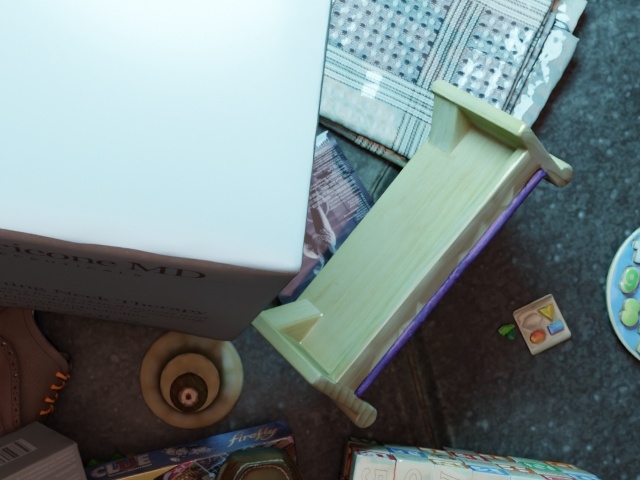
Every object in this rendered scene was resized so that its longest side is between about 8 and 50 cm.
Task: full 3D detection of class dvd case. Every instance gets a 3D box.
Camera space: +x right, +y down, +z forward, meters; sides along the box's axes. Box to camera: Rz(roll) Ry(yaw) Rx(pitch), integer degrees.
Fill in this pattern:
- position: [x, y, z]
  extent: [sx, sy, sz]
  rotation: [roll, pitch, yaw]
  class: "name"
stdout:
- position: [0.000, 0.000, 1.238]
  extent: [0.165, 0.018, 0.221]
  rotation: [-33, 90, -7]
  class: "dvd case"

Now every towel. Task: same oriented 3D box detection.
- position: [0.141, -0.243, 1.247]
  extent: [0.324, 0.056, 0.312]
  rotation: [27, 85, -5]
  class: "towel"

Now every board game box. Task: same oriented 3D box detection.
- position: [-0.141, 0.311, 1.156]
  extent: [0.243, 0.042, 0.165]
  rotation: [-11, 110, -12]
  class: "board game box"

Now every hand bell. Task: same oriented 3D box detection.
- position: [-0.143, 0.161, 1.103]
  extent: [0.126, 0.242, 0.126]
  rotation: [0, 88, -6]
  class: "hand bell"

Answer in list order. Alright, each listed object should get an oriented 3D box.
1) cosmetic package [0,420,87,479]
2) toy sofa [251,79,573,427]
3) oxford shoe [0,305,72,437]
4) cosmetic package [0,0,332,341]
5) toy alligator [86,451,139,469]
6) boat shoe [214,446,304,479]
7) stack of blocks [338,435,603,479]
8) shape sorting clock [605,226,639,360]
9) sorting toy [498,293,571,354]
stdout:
- position: [-0.301, 0.329, 1.061]
  extent: [0.127, 0.107, 0.237]
  rotation: [-22, 112, -38]
  class: "cosmetic package"
- position: [0.109, 0.022, 1.120]
  extent: [0.362, 0.150, 0.177]
  rotation: [-51, 133, -1]
  class: "toy sofa"
- position: [-0.345, 0.181, 1.142]
  extent: [0.133, 0.130, 0.363]
  rotation: [-8, 88, -13]
  class: "oxford shoe"
- position: [-0.195, -0.105, 0.984]
  extent: [0.330, 0.393, 0.327]
  rotation: [9, 75, -10]
  class: "cosmetic package"
- position: [-0.191, 0.291, 1.188]
  extent: [0.190, 0.051, 0.056]
  rotation: [31, 97, -23]
  class: "toy alligator"
- position: [-0.056, 0.389, 1.116]
  extent: [0.123, 0.120, 0.323]
  rotation: [-5, 108, -15]
  class: "boat shoe"
- position: [0.171, 0.295, 1.164]
  extent: [0.297, 0.171, 0.087]
  rotation: [9, 86, -5]
  class: "stack of blocks"
- position: [0.461, 0.067, 1.271]
  extent: [0.206, 0.040, 0.206]
  rotation: [0, 87, -6]
  class: "shape sorting clock"
- position: [0.266, 0.111, 1.263]
  extent: [0.083, 0.012, 0.062]
  rotation: [-25, 90, -7]
  class: "sorting toy"
